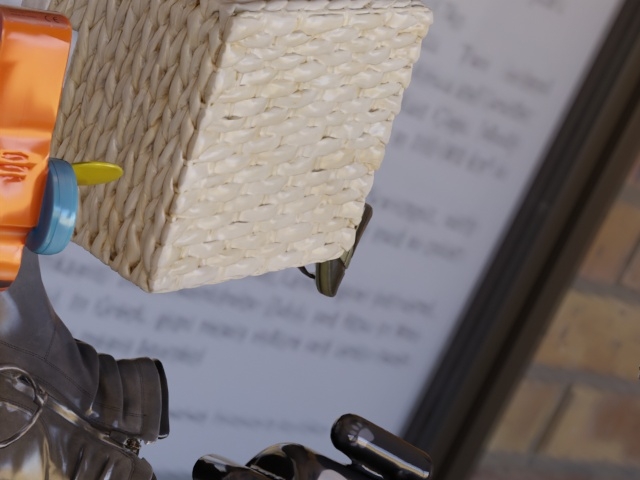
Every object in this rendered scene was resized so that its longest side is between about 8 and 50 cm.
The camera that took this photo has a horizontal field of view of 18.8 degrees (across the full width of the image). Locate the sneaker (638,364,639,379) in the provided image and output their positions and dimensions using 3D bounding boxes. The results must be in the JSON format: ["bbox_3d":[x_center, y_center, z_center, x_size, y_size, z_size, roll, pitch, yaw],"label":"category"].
[{"bbox_3d":[0.341,0.112,1.873,0.076,0.166,0.065,-24,28,-11],"label":"sneaker"}]

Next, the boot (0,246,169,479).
[{"bbox_3d":[-0.256,0.106,1.902,0.223,0.338,0.118,12,-11,-28],"label":"boot"}]

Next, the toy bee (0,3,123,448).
[{"bbox_3d":[-0.258,-0.027,1.404,0.195,0.298,0.162,29,-6,-30],"label":"toy bee"}]

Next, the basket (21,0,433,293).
[{"bbox_3d":[-0.115,-0.153,1.953,0.266,0.328,0.331,34,27,33],"label":"basket"}]

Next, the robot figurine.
[{"bbox_3d":[0.004,0.282,1.699,0.278,0.209,0.173,28,31,-25],"label":"robot figurine"}]

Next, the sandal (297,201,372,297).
[{"bbox_3d":[-0.001,0.001,2.371,0.086,0.120,0.303,24,-4,-2],"label":"sandal"}]
